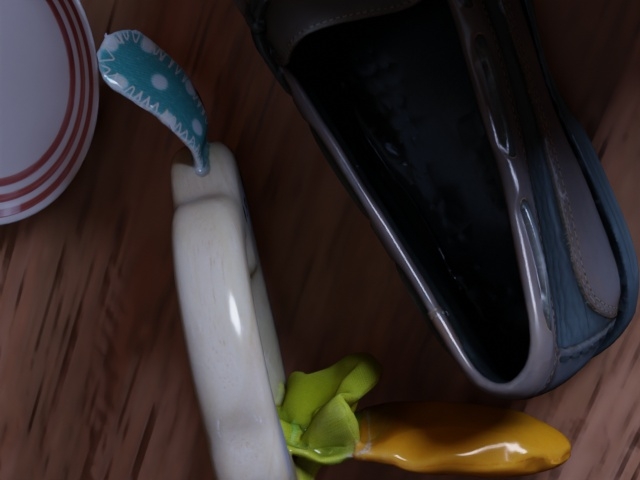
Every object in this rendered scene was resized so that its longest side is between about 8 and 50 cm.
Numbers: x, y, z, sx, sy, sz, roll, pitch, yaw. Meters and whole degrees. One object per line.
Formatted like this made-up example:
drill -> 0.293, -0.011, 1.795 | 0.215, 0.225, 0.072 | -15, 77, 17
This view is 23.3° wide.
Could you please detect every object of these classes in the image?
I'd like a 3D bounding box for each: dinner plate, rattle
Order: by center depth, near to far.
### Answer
rattle -> 0.000, 0.000, 0.600 | 0.143, 0.130, 0.199 | -15, 72, 18
dinner plate -> -0.154, -0.076, 0.677 | 0.141, 0.017, 0.141 | 8, 110, 23

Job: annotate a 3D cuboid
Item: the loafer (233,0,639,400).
loafer -> 0.029, -0.067, 0.554 | 0.096, 0.084, 0.267 | -30, 92, 30
